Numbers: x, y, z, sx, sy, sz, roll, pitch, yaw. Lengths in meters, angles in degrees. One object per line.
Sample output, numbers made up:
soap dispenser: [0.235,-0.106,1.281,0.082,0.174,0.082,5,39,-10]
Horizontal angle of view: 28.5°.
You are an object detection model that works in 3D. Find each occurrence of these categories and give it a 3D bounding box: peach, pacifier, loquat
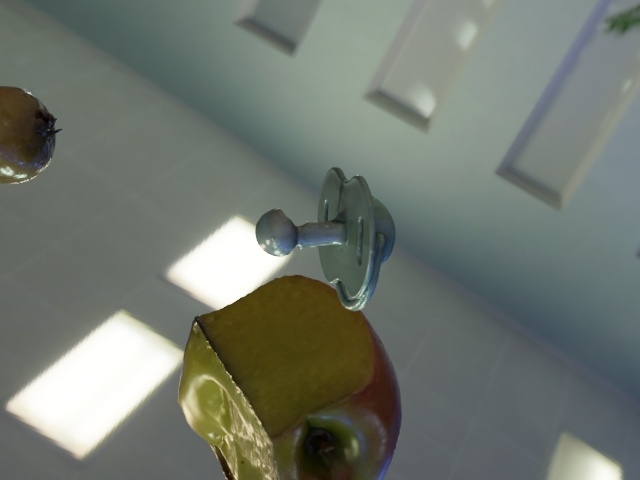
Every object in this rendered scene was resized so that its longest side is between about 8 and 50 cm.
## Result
peach: [-0.038,0.221,1.683,0.242,0.306,0.380,-21,-147,-23]
pacifier: [0.000,0.000,1.095,0.116,0.127,0.150,-4,-163,-18]
loquat: [-0.447,-0.150,1.789,0.163,0.163,0.137,21,-122,-17]
